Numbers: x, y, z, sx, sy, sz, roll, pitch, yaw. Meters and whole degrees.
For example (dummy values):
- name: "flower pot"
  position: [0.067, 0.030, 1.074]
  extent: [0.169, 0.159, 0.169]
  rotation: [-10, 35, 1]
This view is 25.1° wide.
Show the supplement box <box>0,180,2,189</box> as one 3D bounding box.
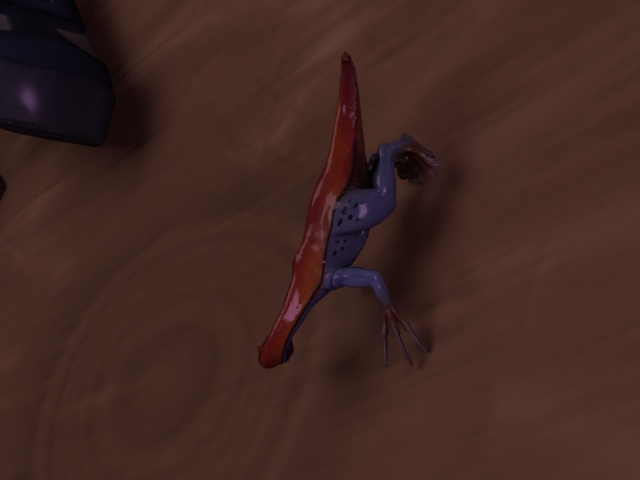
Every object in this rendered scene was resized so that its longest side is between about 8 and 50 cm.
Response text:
- name: "supplement box"
  position: [-0.271, -0.037, 0.834]
  extent: [0.130, 0.073, 0.239]
  rotation: [-61, 37, 13]

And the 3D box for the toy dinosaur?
- name: "toy dinosaur"
  position: [0.000, 0.000, 0.465]
  extent: [0.082, 0.090, 0.047]
  rotation: [-42, 16, -13]

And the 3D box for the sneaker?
- name: "sneaker"
  position: [-0.179, -0.141, 0.724]
  extent: [0.319, 0.112, 0.131]
  rotation: [34, 106, 52]
